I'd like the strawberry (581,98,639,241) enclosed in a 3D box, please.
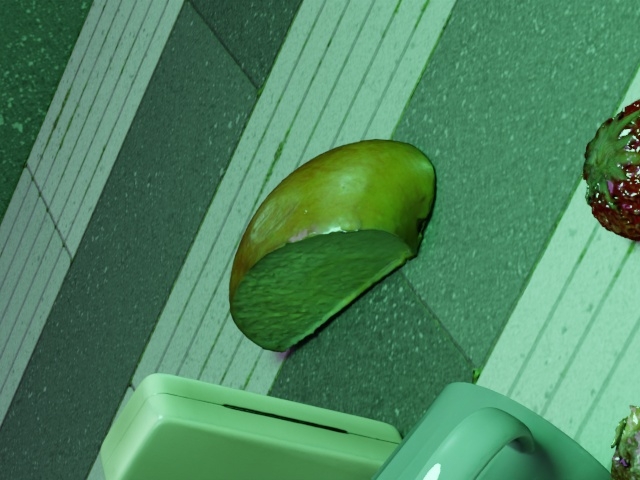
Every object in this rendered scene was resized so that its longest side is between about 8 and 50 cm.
[{"bbox_3d":[0.311,-0.069,1.889,0.145,0.086,0.145,-37,44,47],"label":"strawberry"}]

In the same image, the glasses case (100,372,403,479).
[{"bbox_3d":[-0.069,0.248,2.151,0.144,0.336,0.076,-56,34,29],"label":"glasses case"}]

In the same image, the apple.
[{"bbox_3d":[0.000,0.000,2.382,0.179,0.254,0.346,54,137,5],"label":"apple"}]

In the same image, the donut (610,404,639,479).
[{"bbox_3d":[0.309,0.304,1.665,0.151,0.112,0.295,18,96,45],"label":"donut"}]

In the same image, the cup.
[{"bbox_3d":[0.106,0.306,1.724,0.237,0.323,0.327,32,70,25],"label":"cup"}]
